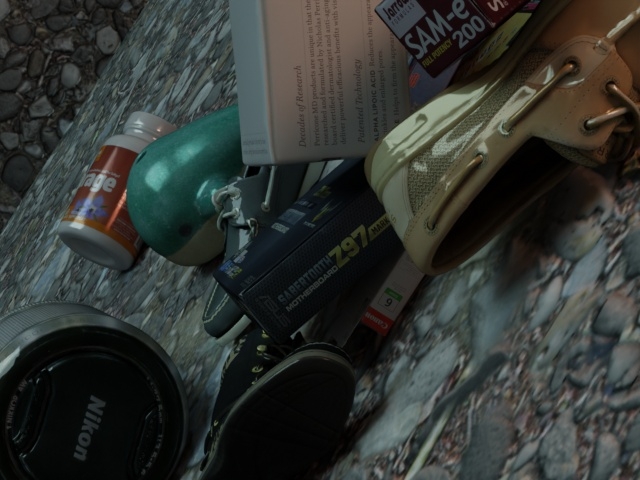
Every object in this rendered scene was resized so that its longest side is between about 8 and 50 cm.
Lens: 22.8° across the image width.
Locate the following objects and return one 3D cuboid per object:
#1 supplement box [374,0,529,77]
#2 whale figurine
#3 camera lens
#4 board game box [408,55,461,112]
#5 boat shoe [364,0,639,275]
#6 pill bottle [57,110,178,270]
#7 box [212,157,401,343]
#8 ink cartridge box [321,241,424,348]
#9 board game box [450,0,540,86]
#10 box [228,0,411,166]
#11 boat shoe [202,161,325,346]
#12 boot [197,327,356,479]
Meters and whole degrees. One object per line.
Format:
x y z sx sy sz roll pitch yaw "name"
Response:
0.160 -0.227 1.126 0.239 0.073 0.130 -41 2 -18 "supplement box"
-0.131 -0.100 1.907 0.272 0.141 0.216 -50 19 21 "whale figurine"
-0.270 0.178 1.681 0.219 0.219 0.274 -60 17 -7 "camera lens"
0.097 -0.152 1.464 0.160 0.039 0.211 -61 1 -11 "board game box"
0.186 -0.100 1.133 0.341 0.122 0.110 -39 58 27 "boat shoe"
-0.284 -0.075 2.310 0.121 0.121 0.216 -20 41 63 "pill bottle"
0.000 0.000 1.396 0.183 0.059 0.233 -40 9 -5 "box"
0.048 0.053 1.353 0.115 0.029 0.063 -58 16 2 "ink cartridge box"
0.186 -0.169 1.287 0.243 0.042 0.165 -45 11 36 "board game box"
-0.005 -0.156 1.332 0.181 0.119 0.181 -163 68 -79 "box"
-0.078 -0.031 1.717 0.116 0.099 0.319 -34 29 52 "boat shoe"
-0.039 0.124 1.351 0.236 0.085 0.178 -56 15 37 "boot"
